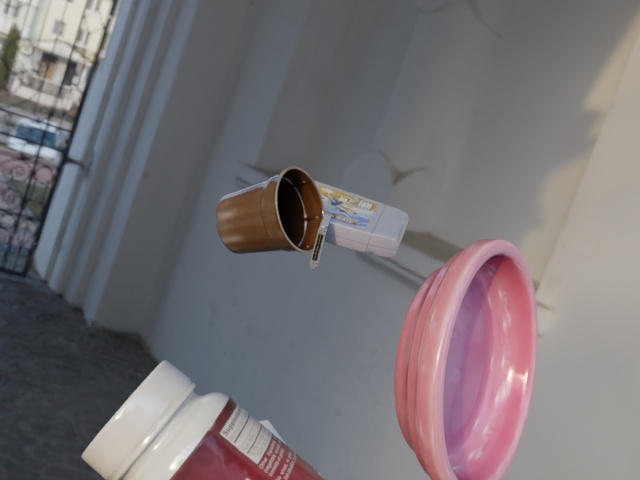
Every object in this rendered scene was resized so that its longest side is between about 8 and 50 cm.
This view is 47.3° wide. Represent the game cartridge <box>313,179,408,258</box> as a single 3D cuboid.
[{"bbox_3d":[0.040,-0.054,1.605,0.297,0.062,0.198,19,22,6],"label":"game cartridge"}]

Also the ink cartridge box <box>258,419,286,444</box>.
[{"bbox_3d":[-0.181,0.569,1.864,0.128,0.176,0.127,4,33,-46],"label":"ink cartridge box"}]

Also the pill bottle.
[{"bbox_3d":[-0.150,0.378,1.117,0.392,0.224,0.224,40,7,-1],"label":"pill bottle"}]

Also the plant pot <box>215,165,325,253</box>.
[{"bbox_3d":[-0.104,-0.046,1.422,0.165,0.167,0.167,-10,-10,31],"label":"plant pot"}]

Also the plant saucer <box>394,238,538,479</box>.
[{"bbox_3d":[0.191,0.162,0.951,0.084,0.332,0.332,5,-3,36],"label":"plant saucer"}]

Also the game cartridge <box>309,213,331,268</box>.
[{"bbox_3d":[0.000,0.000,1.221,0.017,0.083,0.056,18,29,5],"label":"game cartridge"}]
